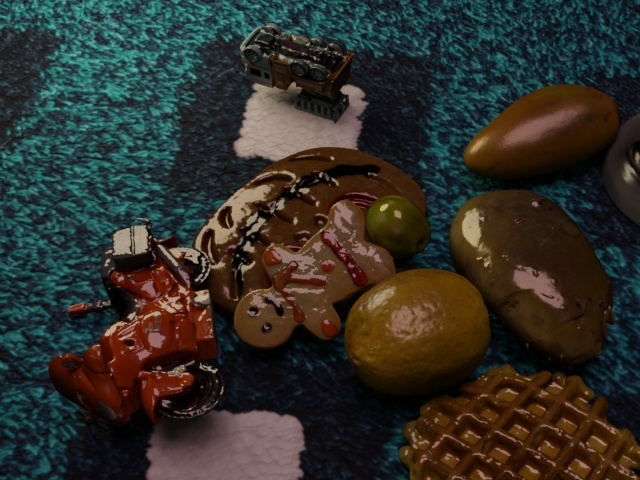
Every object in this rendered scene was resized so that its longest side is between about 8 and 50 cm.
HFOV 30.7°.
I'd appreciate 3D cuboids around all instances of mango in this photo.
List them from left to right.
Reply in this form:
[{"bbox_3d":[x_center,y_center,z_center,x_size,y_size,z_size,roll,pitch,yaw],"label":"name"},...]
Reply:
[{"bbox_3d":[0.336,-0.165,1.796,0.253,0.113,0.138,-21,54,-6],"label":"mango"}]

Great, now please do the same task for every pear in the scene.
[{"bbox_3d":[0.105,-0.019,1.625,0.092,0.092,0.097,-27,46,-20],"label":"pear"}]

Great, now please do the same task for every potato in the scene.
[{"bbox_3d":[0.294,0.044,1.586,0.192,0.141,0.296,-6,50,-24],"label":"potato"}]

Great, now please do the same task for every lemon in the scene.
[{"bbox_3d":[0.124,0.119,1.510,0.207,0.170,0.170,-14,49,-20],"label":"lemon"}]

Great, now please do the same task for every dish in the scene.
[{"bbox_3d":[0.567,-0.135,1.744,0.273,0.134,0.273,-2,49,2],"label":"dish"}]

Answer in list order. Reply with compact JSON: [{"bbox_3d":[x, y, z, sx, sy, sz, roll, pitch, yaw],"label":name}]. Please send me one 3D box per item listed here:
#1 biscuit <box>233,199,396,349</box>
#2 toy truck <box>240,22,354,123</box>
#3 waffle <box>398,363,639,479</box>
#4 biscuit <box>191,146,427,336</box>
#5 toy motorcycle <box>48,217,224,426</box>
[{"bbox_3d":[-0.015,0.061,1.574,0.234,0.030,0.153,-34,78,-4],"label":"biscuit"},{"bbox_3d":[-0.039,-0.275,1.904,0.178,0.115,0.080,21,53,19],"label":"toy truck"},{"bbox_3d":[0.248,0.278,1.437,0.301,0.058,0.281,-23,51,-18],"label":"waffle"},{"bbox_3d":[0.000,-0.001,1.696,0.314,0.063,0.367,30,55,27],"label":"biscuit"},{"bbox_3d":[-0.246,0.121,1.544,0.221,0.147,0.325,-9,43,-2],"label":"toy motorcycle"}]
